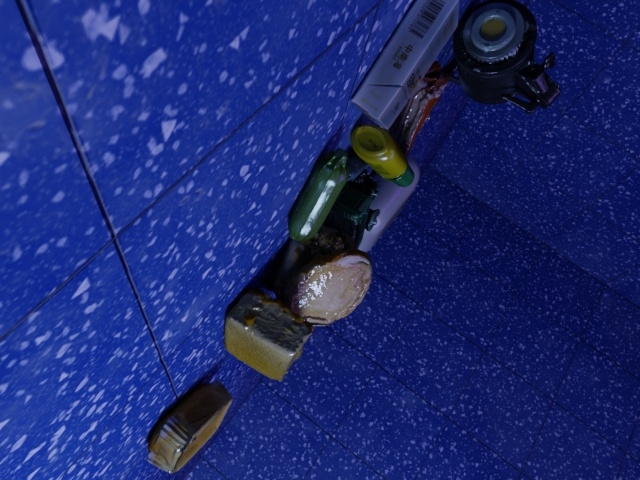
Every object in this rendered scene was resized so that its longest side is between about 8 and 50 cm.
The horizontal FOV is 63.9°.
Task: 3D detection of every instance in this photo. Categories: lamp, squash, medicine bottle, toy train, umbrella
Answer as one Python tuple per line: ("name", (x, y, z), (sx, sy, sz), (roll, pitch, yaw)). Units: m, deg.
("lamp", (0.459, -0.510, 1.380), (0.205, 0.374, 0.272), (-49, 140, 6))
("squash", (-0.003, -0.088, 1.016), (0.077, 0.068, 0.219), (-34, 158, -54))
("medicine bottle", (0.156, -0.179, 1.173), (0.076, 0.111, 0.309), (-52, 158, 7))
("toy train", (0.086, -0.069, 1.333), (0.154, 0.115, 0.269), (-60, 167, -29))
("umbrella", (0.070, -0.164, 1.163), (0.052, 0.053, 0.250), (-58, 173, 33))

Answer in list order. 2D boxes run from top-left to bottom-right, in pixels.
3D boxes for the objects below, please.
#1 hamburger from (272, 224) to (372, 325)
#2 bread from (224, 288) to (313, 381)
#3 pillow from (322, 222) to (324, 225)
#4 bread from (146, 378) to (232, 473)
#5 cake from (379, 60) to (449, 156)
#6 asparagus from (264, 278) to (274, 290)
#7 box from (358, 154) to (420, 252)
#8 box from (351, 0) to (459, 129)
("hamburger", (0.001, 0.088, 1.246), (0.243, 0.146, 0.286), (-34, 135, -15))
("bread", (-0.126, 0.224, 1.206), (0.114, 0.185, 0.274), (-56, 173, -27))
("pillow", (0.000, 0.000, 1.488), (0.126, 0.043, 0.232), (-60, 169, 5))
("bread", (-0.326, 0.459, 1.291), (0.136, 0.107, 0.241), (-60, 170, 21))
("cake", (0.222, -0.308, 1.275), (0.287, 0.098, 0.135), (-59, 170, 28))
("asparagus", (-0.118, 0.114, 1.308), (0.030, 0.036, 0.165), (-64, 171, -3))
("box", (0.192, -0.116, 1.727), (0.349, 0.141, 0.288), (-50, 170, -26))
("box", (0.159, -0.331, 0.949), (0.243, 0.067, 0.155), (-57, 170, 13))
